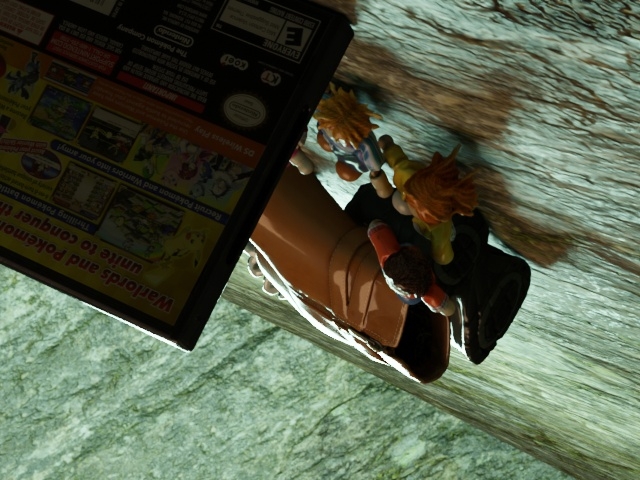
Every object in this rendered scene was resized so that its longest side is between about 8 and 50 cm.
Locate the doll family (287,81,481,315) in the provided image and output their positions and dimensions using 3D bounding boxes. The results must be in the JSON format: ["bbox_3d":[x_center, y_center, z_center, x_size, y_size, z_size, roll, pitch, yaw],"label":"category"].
[{"bbox_3d":[0.037,-0.062,1.503,0.263,0.118,0.163,44,180,3],"label":"doll family"}]

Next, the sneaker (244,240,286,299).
[{"bbox_3d":[-0.067,-0.052,1.928,0.118,0.110,0.292,-14,140,37],"label":"sneaker"}]

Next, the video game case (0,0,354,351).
[{"bbox_3d":[-0.150,-0.087,1.322,0.275,0.248,0.035,23,170,22],"label":"video game case"}]

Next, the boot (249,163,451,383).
[{"bbox_3d":[0.000,0.000,1.648,0.220,0.109,0.283,35,156,41],"label":"boot"}]

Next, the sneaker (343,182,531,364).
[{"bbox_3d":[0.112,0.021,1.815,0.130,0.109,0.286,29,166,31],"label":"sneaker"}]
